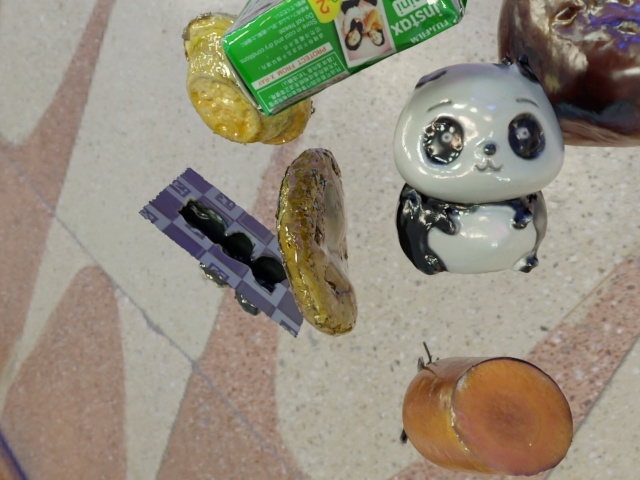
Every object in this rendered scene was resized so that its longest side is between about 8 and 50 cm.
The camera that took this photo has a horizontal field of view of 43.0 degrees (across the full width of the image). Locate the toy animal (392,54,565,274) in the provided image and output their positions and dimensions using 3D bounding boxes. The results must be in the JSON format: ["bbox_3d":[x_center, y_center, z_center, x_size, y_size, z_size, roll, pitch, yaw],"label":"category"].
[{"bbox_3d":[0.173,-0.086,0.920,0.165,0.187,0.235,-95,3,-51],"label":"toy animal"}]

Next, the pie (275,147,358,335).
[{"bbox_3d":[-0.001,0.001,1.099,0.069,0.273,0.274,-10,84,11],"label":"pie"}]

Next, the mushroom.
[{"bbox_3d":[0.383,-0.251,1.021,0.345,0.259,0.346,-3,86,58],"label":"mushroom"}]

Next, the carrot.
[{"bbox_3d":[0.238,0.288,1.367,0.193,0.214,0.331,-62,12,-18],"label":"carrot"}]

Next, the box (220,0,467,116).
[{"bbox_3d":[0.028,-0.243,0.837,0.250,0.180,0.103,-23,117,28],"label":"box"}]

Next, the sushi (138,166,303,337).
[{"bbox_3d":[-0.192,0.044,1.636,0.373,0.296,0.100,38,114,-6],"label":"sushi"}]

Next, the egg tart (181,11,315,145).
[{"bbox_3d":[-0.146,-0.276,1.468,0.288,0.118,0.288,27,148,19],"label":"egg tart"}]
